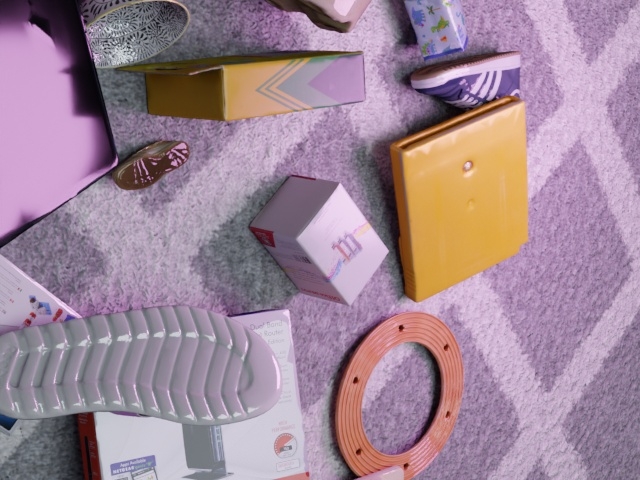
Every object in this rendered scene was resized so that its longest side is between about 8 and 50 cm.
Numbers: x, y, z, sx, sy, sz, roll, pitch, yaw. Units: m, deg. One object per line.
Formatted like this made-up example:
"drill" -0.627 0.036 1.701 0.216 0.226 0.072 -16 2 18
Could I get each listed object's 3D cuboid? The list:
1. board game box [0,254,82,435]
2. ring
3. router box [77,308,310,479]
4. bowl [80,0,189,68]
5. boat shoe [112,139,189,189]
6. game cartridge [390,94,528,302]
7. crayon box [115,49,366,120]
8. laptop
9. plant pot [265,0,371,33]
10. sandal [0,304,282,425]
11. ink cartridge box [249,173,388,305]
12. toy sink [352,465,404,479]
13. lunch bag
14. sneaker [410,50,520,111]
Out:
"board game box" -0.478 0.104 1.456 0.305 0.053 0.193 46 67 -36
"ring" 0.149 0.297 2.062 0.336 0.032 0.336 -9 103 -41
"router box" -0.193 0.272 1.642 0.335 0.082 0.301 -7 90 -30
"bowl" -0.274 -0.317 1.514 0.170 0.170 0.080 -11 73 -40
"boat shoe" -0.257 -0.113 1.617 0.135 0.045 0.050 -28 123 -39
"game cartridge" 0.263 -0.076 2.018 0.285 0.052 0.324 -24 126 -24
"crayon box" -0.115 -0.231 1.617 0.318 0.202 0.081 -13 106 -38
"laptop" -0.488 -0.183 1.312 0.408 0.236 0.382 -12 115 -3
"plant pot" 0.014 -0.493 1.634 0.334 0.334 0.305 24 93 -41
"sandal" -0.260 0.177 1.514 0.416 0.102 0.169 5 68 -17
"ink cartridge box" 0.000 0.000 1.809 0.127 0.128 0.176 -52 128 -22
"toy sink" 0.090 0.527 1.961 0.234 0.131 0.153 -10 114 -36
"lunch bag" 0.210 -0.412 1.943 0.151 0.096 0.129 -64 138 -52
"sneaker" 0.281 -0.262 2.029 0.282 0.099 0.153 -18 108 -41
